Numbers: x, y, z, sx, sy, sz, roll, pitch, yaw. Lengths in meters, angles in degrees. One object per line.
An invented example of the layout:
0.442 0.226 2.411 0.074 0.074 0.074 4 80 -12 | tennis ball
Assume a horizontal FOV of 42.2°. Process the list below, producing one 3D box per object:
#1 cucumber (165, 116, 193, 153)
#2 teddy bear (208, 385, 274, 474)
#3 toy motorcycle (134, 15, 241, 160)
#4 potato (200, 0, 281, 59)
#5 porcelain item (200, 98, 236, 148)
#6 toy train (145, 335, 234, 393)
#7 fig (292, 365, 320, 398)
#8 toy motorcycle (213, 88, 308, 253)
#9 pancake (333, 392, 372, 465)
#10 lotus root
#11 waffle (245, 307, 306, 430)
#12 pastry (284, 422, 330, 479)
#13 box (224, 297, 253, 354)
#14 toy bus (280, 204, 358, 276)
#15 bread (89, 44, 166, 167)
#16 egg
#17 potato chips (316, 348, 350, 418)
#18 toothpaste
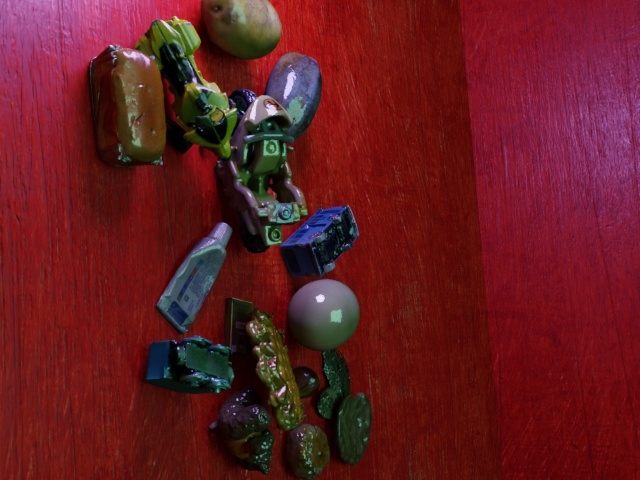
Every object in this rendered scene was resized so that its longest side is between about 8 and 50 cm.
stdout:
-0.334 -0.243 1.896 0.105 0.048 0.048 43 48 -44 | cucumber
-0.171 0.456 1.935 0.140 0.177 0.190 -27 113 -11 | teddy bear
-0.288 -0.330 1.854 0.142 0.206 0.342 -30 98 -15 | toy motorcycle
-0.204 -0.554 2.087 0.228 0.149 0.197 -27 119 -57 | potato
-0.268 -0.295 2.005 0.136 0.075 0.021 -56 169 6 | porcelain item
-0.277 0.269 1.768 0.198 0.154 0.107 34 52 -53 | toy train
-0.063 0.392 2.193 0.125 0.089 0.089 -37 118 -26 | fig
-0.148 -0.176 2.020 0.169 0.237 0.410 -7 90 -32 | toy motorcycle
0.093 0.548 2.422 0.236 0.042 0.222 -30 119 -63 | pancake
-0.080 -0.370 2.265 0.158 0.140 0.322 46 48 -46 | lotus root
-0.107 0.308 2.004 0.325 0.068 0.302 65 7 -77 | waffle
-0.033 0.555 2.188 0.153 0.081 0.153 30 51 -45 | pastry
-0.200 0.212 2.040 0.090 0.023 0.133 18 68 -56 | box
0.000 0.000 2.319 0.234 0.134 0.116 -45 122 -48 | toy bus
-0.398 -0.277 1.738 0.136 0.107 0.241 0 83 -57 | bread
0.012 0.197 2.239 0.254 0.189 0.188 -34 113 -64 | egg
0.037 0.416 2.389 0.202 0.029 0.220 63 34 -34 | potato chips
-0.280 0.075 1.910 0.099 0.068 0.282 36 58 -13 | toothpaste
